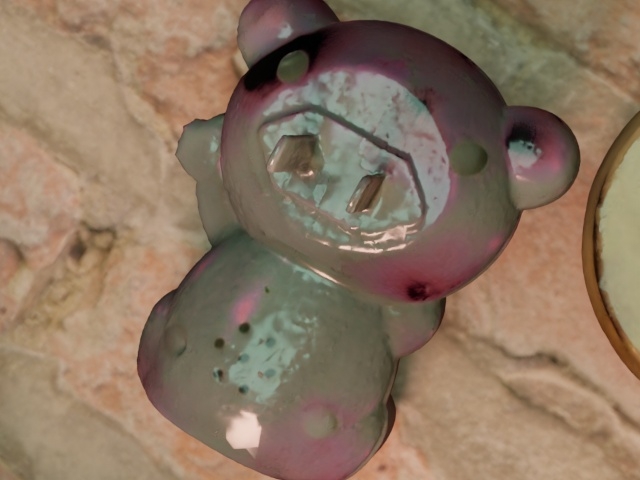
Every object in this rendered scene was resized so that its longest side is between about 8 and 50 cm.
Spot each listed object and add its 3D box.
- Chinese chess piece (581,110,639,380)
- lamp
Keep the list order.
[{"bbox_3d":[0.299,0.004,1.209,0.250,0.097,0.251,-1,87,10],"label":"Chinese chess piece"},{"bbox_3d":[0.000,0.000,1.193,0.247,0.247,0.301,30,99,13],"label":"lamp"}]
